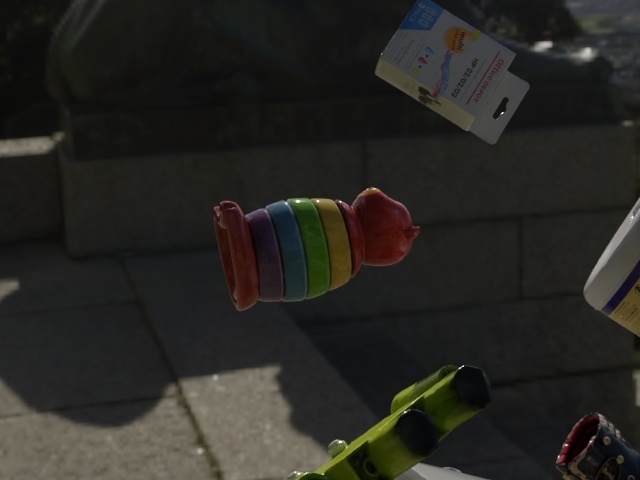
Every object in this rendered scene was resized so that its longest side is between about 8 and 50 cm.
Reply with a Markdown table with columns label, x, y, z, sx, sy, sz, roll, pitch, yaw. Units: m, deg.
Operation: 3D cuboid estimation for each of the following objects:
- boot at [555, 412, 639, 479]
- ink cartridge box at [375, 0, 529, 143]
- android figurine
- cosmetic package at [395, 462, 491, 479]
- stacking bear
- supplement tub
| label | x | y | z | sx | sy | sz | roll | pitch | yaw |
| --- | --- | --- | --- | --- | --- | --- | --- | --- | --- |
| boot | 0.542 | 0.465 | 2.067 | 0.284 | 0.138 | 0.377 | 43 | 23 | 0 |
| ink cartridge box | 0.174 | -0.215 | 1.529 | 0.181 | 0.104 | 0.061 | 32 | -13 | 2 |
| android figurine | 0.040 | 0.203 | 1.111 | 0.248 | 0.056 | 0.273 | -31 | -7 | -40 |
| cosmetic package | 0.228 | 0.434 | 1.725 | 0.196 | 0.155 | 0.365 | 15 | -3 | -11 |
| stacking bear | 0.000 | 0.000 | 1.802 | 0.288 | 0.164 | 0.175 | -11 | -1 | -11 |
| supplement tub | 0.574 | 0.072 | 1.718 | 0.331 | 0.241 | 0.241 | 33 | 21 | 9 |
